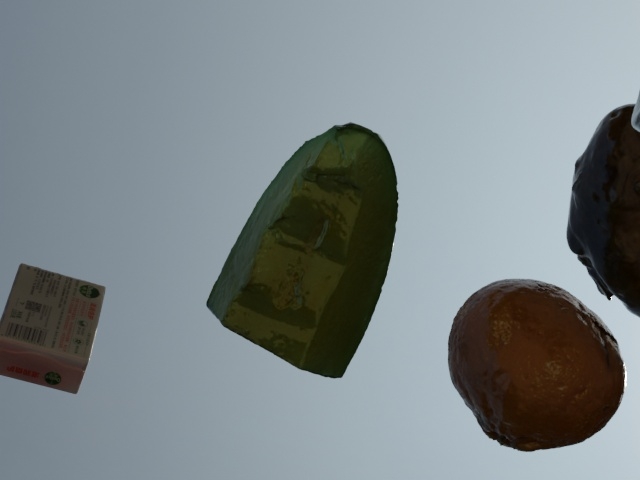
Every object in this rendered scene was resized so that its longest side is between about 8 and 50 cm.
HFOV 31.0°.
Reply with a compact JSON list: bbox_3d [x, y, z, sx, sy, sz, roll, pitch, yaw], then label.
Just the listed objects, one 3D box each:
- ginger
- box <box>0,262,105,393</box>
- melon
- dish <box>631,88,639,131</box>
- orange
[{"bbox_3d":[0.416,-0.027,1.525,0.165,0.172,0.321,-44,-55,-50],"label":"ginger"},{"bbox_3d":[-0.258,0.082,1.095,0.089,0.043,0.125,17,-150,-11],"label":"box"},{"bbox_3d":[0.000,0.000,1.370,0.196,0.323,0.124,26,-159,2],"label":"melon"},{"bbox_3d":[0.227,-0.098,0.527,0.120,0.303,0.303,24,-118,8],"label":"dish"},{"bbox_3d":[0.155,0.092,0.850,0.117,0.135,0.135,-43,-83,-27],"label":"orange"}]
